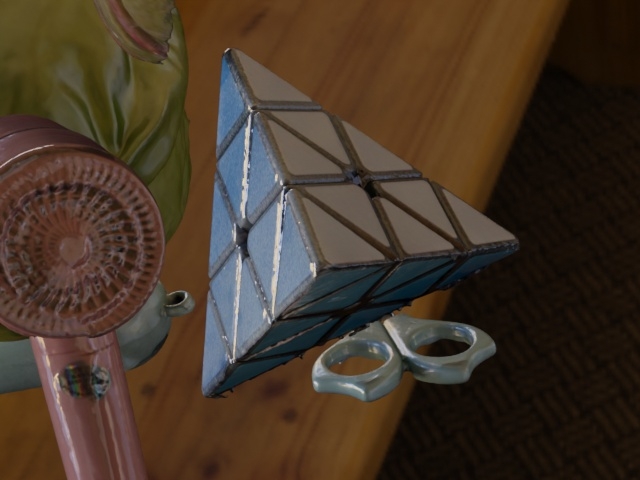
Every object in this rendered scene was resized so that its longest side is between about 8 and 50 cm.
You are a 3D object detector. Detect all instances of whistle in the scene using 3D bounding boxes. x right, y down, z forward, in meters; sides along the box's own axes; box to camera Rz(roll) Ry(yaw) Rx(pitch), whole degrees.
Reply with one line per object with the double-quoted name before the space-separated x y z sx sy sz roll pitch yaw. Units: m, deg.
"whistle" -0.301 0.102 2.041 0.290 0.163 0.163 -9 43 11

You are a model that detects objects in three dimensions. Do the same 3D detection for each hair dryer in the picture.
"hair dryer" -0.169 0.094 1.083 0.125 0.352 0.210 -14 14 -17

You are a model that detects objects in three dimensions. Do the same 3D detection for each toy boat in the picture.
"toy boat" -0.168 -0.260 1.300 0.111 0.276 0.293 -10 53 -9

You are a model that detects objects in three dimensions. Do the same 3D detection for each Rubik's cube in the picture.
"Rubik's cube" -0.001 0.001 1.330 0.228 0.233 0.228 8 54 34

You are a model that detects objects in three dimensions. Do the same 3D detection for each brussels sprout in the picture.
"brussels sprout" -0.320 -0.080 1.683 0.343 0.425 0.361 5 37 7

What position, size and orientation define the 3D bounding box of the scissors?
"scissors" 0.064 0.087 1.731 0.191 0.029 0.360 -13 19 -6
